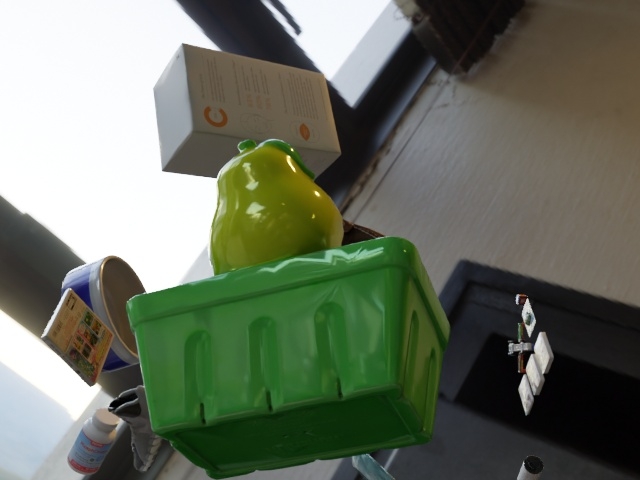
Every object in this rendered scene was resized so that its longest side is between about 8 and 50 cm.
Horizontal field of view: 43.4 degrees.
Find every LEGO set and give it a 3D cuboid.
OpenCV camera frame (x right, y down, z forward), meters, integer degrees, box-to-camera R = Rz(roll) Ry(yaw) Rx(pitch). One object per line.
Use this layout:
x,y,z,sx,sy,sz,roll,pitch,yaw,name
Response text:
0.468,0.235,1.772,0.060,0.244,0.182,4,-53,-6,LEGO set

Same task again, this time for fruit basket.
-0.041,0.073,1.010,0.392,0.392,0.283,18,-26,33,fruit basket

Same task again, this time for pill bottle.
-0.570,0.505,2.029,0.087,0.160,0.087,27,17,-9,pill bottle

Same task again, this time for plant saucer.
0.179,0.597,1.856,0.317,0.044,0.317,43,-11,11,plant saucer

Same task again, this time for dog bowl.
-0.495,0.174,1.903,0.104,0.265,0.265,-20,-44,9,dog bowl

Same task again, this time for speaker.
0.580,0.646,2.227,0.055,0.055,0.136,25,-31,21,speaker

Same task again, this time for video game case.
-0.475,0.190,1.588,0.019,0.157,0.143,-27,-63,17,video game case

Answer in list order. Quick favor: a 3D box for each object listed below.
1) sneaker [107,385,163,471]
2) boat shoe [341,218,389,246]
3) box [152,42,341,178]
-0.384,0.380,1.674,0.132,0.086,0.228,21,-61,-11,sneaker
0.000,0.000,1.581,0.342,0.123,0.123,21,-4,17,boat shoe
-0.157,-0.254,1.709,0.345,0.215,0.168,6,-28,-32,box
